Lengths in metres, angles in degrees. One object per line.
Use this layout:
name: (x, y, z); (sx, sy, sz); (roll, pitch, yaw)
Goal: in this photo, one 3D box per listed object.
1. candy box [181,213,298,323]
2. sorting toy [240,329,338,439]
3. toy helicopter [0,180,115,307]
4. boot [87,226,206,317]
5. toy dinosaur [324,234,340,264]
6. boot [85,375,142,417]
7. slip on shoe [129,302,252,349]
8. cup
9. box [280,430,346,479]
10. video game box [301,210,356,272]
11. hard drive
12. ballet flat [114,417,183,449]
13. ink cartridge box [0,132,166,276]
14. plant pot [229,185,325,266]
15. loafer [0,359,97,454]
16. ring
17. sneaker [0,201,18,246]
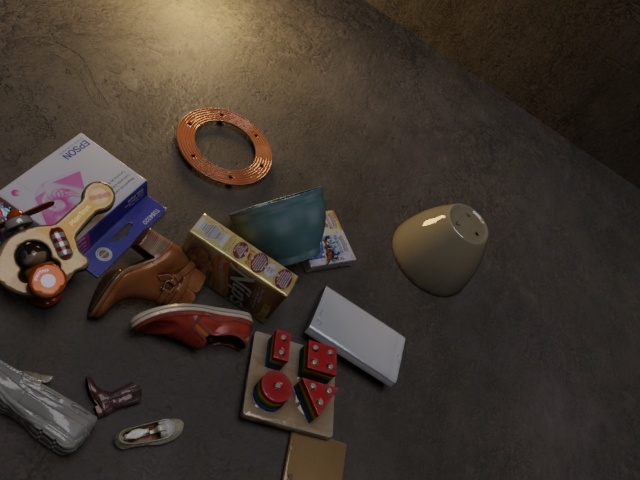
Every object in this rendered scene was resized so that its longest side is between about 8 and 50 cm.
candy box: (-0.241, 0.084, 1.628); (0.316, 0.183, 0.087); (35, 48, -4)
sorting toy: (-0.066, 0.377, 1.569); (0.257, 0.089, 0.255); (21, 45, -17)
toy helicopter: (-0.655, -0.023, 1.427); (0.235, 0.140, 0.355); (40, 60, -11)
boot: (-0.454, 0.134, 1.533); (0.220, 0.109, 0.283); (45, 61, -27)
toy dinosaur: (0.030, 0.022, 1.870); (0.090, 0.047, 0.082); (-31, 59, -30)
boot: (-0.492, 0.356, 1.382); (0.114, 0.037, 0.106); (-18, 81, -35)
slip on shoe: (-0.331, 0.233, 1.519); (0.331, 0.123, 0.101); (10, 57, -30)
cup: (0.459, 0.003, 2.066); (0.331, 0.237, 0.331); (15, 52, -21)
box: (-0.019, 0.603, 1.497); (0.164, 0.021, 0.201); (24, 49, -14)
video game box: (0.000, 0.000, 1.926); (0.187, 0.048, 0.205); (-7, 62, -36)
hard drive: (0.112, 0.289, 1.766); (0.307, 0.040, 0.203); (34, 36, -6)
ballet flat: (-0.396, 0.454, 1.359); (0.168, 0.052, 0.057); (-7, 62, -34)
ink cartridge box: (-0.645, -0.109, 1.608); (0.330, 0.071, 0.324); (35, 47, -3)
plant pot: (-0.108, -0.029, 1.751); (0.293, 0.293, 0.196); (-21, 98, -39)
loafer: (-0.639, 0.337, 1.268); (0.319, 0.112, 0.111); (43, 42, -8)
ring: (-0.326, -0.318, 1.972); (0.337, 0.032, 0.336); (16, 52, -21)
sneaker: (-0.872, -0.076, 1.424); (0.262, 0.104, 0.125); (37, 49, -2)
